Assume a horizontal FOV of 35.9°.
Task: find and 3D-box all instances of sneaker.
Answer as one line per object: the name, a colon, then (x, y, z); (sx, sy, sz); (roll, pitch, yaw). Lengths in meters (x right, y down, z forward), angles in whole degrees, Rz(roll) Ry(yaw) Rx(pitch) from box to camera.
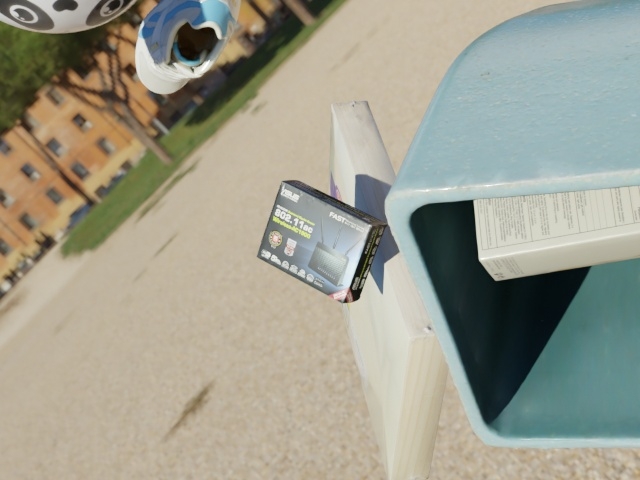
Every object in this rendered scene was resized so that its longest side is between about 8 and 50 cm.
sneaker: (-0.169, -0.234, 1.182); (0.228, 0.087, 0.092); (-40, 37, 54)

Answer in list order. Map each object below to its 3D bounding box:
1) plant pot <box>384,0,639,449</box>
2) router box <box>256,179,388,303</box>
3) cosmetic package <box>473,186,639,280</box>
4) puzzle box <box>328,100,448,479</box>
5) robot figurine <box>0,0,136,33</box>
plant pot: (0.212, -0.037, 0.648); (0.247, 0.248, 0.252); (-4, 45, 23)
router box: (0.000, 0.000, 1.053); (0.038, 0.122, 0.092); (-9, -59, -60)
cosmetic package: (0.150, -0.017, 0.574); (0.115, 0.041, 0.060); (-9, 66, 22)
puzzle box: (0.071, 0.052, 1.213); (0.409, 0.052, 0.272); (-105, 11, -45)
robot figurine: (-0.215, -0.299, 0.762); (0.173, 0.209, 0.278); (-47, -33, -49)
